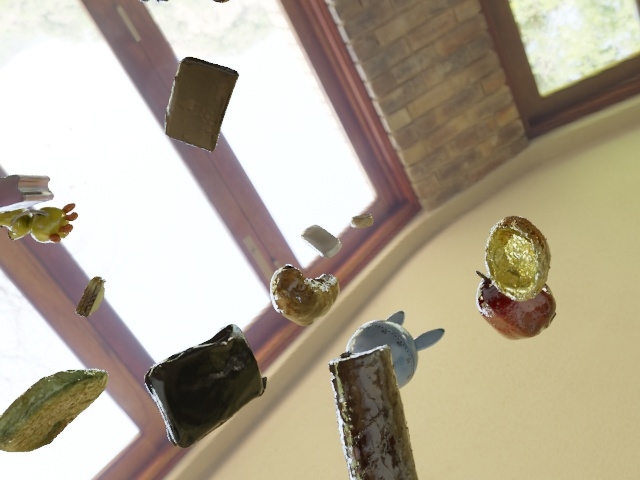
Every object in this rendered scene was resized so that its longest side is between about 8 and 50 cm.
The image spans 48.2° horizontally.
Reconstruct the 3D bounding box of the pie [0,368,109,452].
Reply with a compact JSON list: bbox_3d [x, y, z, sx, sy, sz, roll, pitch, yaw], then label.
[{"bbox_3d":[-0.608,0.374,1.610,0.277,0.277,0.078,-39,-106,-18],"label":"pie"}]

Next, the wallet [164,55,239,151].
[{"bbox_3d":[-0.341,-0.381,2.008,0.309,0.165,0.042,119,-16,-49],"label":"wallet"}]

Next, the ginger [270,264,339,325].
[{"bbox_3d":[-0.053,0.174,2.227,0.165,0.321,0.172,22,-88,28],"label":"ginger"}]

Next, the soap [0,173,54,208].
[{"bbox_3d":[-0.686,-0.105,1.595,0.122,0.065,0.203,-14,-176,0],"label":"soap"}]

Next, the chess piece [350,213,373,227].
[{"bbox_3d":[0.150,-0.071,2.602,0.084,0.038,0.083,-8,-166,2],"label":"chess piece"}]

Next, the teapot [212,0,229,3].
[{"bbox_3d":[-0.282,-0.708,1.970,0.098,0.129,0.078,-28,-137,38],"label":"teapot"}]

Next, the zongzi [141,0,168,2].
[{"bbox_3d":[-0.246,-0.617,1.479,0.300,0.145,0.274,-14,164,-21],"label":"zongzi"}]

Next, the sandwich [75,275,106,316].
[{"bbox_3d":[-0.558,0.131,1.766,0.105,0.036,0.093,-63,-177,15],"label":"sandwich"}]

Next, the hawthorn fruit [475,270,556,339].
[{"bbox_3d":[0.540,0.163,2.021,0.215,0.249,0.215,-44,177,-3],"label":"hawthorn fruit"}]

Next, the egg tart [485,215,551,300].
[{"bbox_3d":[0.483,0.040,1.716,0.090,0.212,0.212,-10,-160,-25],"label":"egg tart"}]

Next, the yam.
[{"bbox_3d":[0.091,0.322,1.203,0.131,0.279,0.131,-12,176,-1],"label":"yam"}]

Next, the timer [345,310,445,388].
[{"bbox_3d":[0.157,0.252,1.590,0.175,0.175,0.255,-13,172,28],"label":"timer"}]

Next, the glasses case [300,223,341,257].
[{"bbox_3d":[0.000,0.000,2.276,0.074,0.049,0.193,-40,-145,-10],"label":"glasses case"}]

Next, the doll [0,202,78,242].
[{"bbox_3d":[-0.805,-0.056,2.066,0.221,0.135,0.143,2,-127,14],"label":"doll"}]

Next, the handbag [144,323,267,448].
[{"bbox_3d":[-0.248,0.318,1.613,0.075,0.191,0.332,-23,-179,34],"label":"handbag"}]
